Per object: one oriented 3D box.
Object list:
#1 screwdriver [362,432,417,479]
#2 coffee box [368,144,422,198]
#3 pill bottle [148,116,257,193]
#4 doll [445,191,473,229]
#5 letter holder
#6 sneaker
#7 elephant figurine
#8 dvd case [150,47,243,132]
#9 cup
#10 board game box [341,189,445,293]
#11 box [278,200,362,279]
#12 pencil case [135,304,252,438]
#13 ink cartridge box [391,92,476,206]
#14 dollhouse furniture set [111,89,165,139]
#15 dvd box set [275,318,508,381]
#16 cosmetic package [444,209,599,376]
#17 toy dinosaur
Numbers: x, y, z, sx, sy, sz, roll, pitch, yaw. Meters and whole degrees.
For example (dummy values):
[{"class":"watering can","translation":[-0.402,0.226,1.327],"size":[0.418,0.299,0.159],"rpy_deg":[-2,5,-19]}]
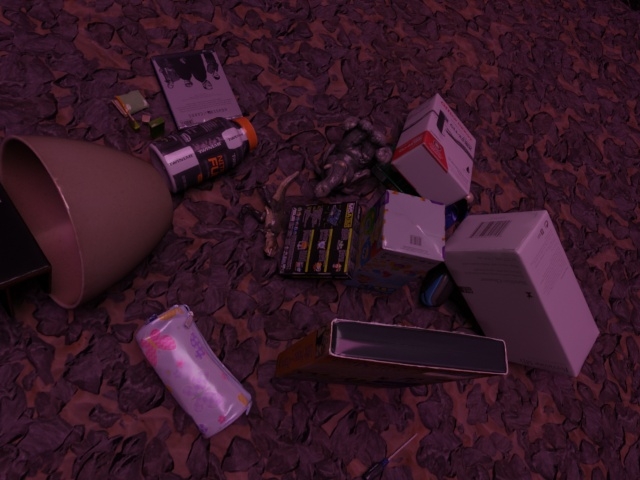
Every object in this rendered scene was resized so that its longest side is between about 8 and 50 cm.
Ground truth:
[{"class":"screwdriver","translation":[0.164,0.489,1.017],"size":[0.170,0.025,0.024],"rpy_deg":[-28,80,-24]},{"class":"coffee box","translation":[0.240,-0.180,1.295],"size":[0.184,0.040,0.113],"rpy_deg":[44,62,3]},{"class":"pill bottle","translation":[-0.279,-0.222,1.101],"size":[0.246,0.130,0.130],"rpy_deg":[-31,81,-25]},{"class":"doll","translation":[0.382,-0.092,1.297],"size":[0.189,0.046,0.129],"rpy_deg":[-32,104,-28]},{"class":"letter holder","translation":[-0.663,0.013,0.860],"size":[0.152,0.214,0.302],"rpy_deg":[-28,75,-40]},{"class":"sneaker","translation":[0.402,0.070,1.202],"size":[0.139,0.125,0.341],"rpy_deg":[47,66,-1]},{"class":"elephant figurine","translation":[0.058,-0.199,1.194],"size":[0.239,0.186,0.169],"rpy_deg":[-49,52,-2]},{"class":"dvd case","translation":[-0.335,-0.410,1.214],"size":[0.179,0.029,0.238],"rpy_deg":[-18,76,-23]},{"class":"cup","translation":[-0.447,-0.058,0.909],"size":[0.237,0.331,0.331],"rpy_deg":[-24,77,-46]},{"class":"board game box","translation":[0.162,0.015,1.063],"size":[0.144,0.275,0.142],"rpy_deg":[12,66,-12]},{"class":"box","translation":[0.000,0.000,1.087],"size":[0.184,0.045,0.190],"rpy_deg":[-2,66,24]},{"class":"pencil case","translation":[-0.259,0.265,0.923],"size":[0.124,0.113,0.273],"rpy_deg":[-35,83,-17]},{"class":"ink cartridge box","translation":[0.322,-0.248,1.244],"size":[0.197,0.114,0.272],"rpy_deg":[43,44,-20]},{"class":"dollhouse furniture set","translation":[-0.456,-0.329,1.128],"size":[0.076,0.058,0.151],"rpy_deg":[-37,83,-26]},{"class":"dvd box set","translation":[0.101,0.237,0.876],"size":[0.308,0.420,0.062],"rpy_deg":[9,67,-13]},{"class":"cosmetic package","translation":[0.480,0.126,1.078],"size":[0.156,0.217,0.385],"rpy_deg":[-43,111,-27]},{"class":"toy dinosaur","translation":[-0.133,-0.085,1.132],"size":[0.118,0.064,0.268],"rpy_deg":[25,62,-24]}]
